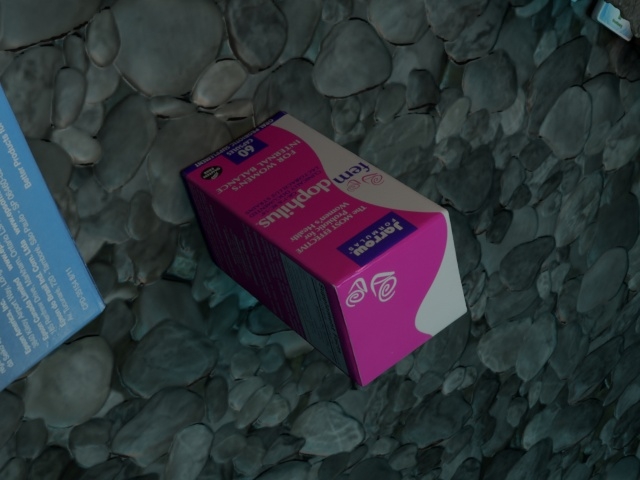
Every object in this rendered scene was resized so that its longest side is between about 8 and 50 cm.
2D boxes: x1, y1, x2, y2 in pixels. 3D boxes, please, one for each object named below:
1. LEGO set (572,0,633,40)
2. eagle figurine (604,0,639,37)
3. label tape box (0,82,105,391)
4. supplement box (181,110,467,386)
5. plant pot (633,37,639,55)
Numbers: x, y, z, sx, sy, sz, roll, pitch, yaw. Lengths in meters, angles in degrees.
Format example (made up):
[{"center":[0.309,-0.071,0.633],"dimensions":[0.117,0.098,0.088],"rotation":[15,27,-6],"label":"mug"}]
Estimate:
[{"center":[0.298,-0.313,1.059],"dimensions":[0.244,0.060,0.182],"rotation":[17,102,-47],"label":"LEGO set"},{"center":[0.215,-0.303,0.877],"dimensions":[0.226,0.298,0.225],"rotation":[107,-8,-65],"label":"eagle figurine"},{"center":[-0.324,0.043,0.674],"dimensions":[0.333,0.106,0.241],"rotation":[-40,136,-27],"label":"label tape box"},{"center":[0.000,0.000,0.876],"dimensions":[0.111,0.220,0.114],"rotation":[-34,133,-21],"label":"supplement box"},{"center":[0.449,-0.256,1.137],"dimensions":[0.230,0.215,0.215],"rotation":[-47,138,10],"label":"plant pot"}]
